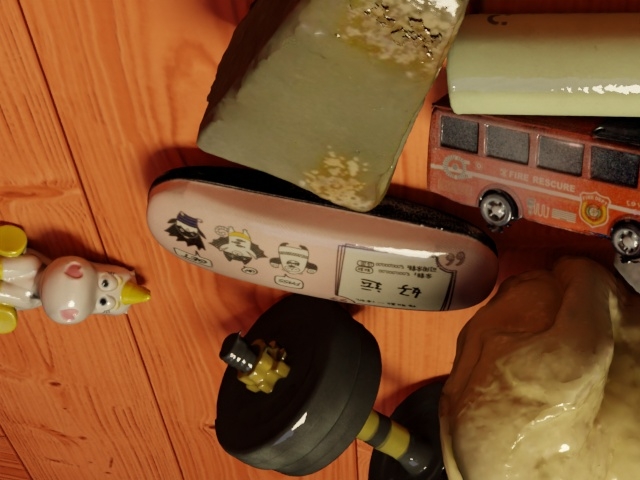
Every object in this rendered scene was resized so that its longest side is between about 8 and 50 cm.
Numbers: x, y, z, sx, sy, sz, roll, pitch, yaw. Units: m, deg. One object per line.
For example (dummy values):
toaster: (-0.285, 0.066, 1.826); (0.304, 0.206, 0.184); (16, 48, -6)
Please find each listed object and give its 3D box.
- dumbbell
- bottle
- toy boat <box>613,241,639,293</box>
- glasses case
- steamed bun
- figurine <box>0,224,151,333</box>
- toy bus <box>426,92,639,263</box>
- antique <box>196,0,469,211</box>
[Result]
dumbbell: (0.053, 0.191, 1.353); (0.388, 0.185, 0.185); (34, 144, -30)
bottle: (0.191, -0.120, 0.905); (0.201, 0.072, 0.072); (2, 147, 17)
toy boat: (0.358, -0.023, 0.987); (0.276, 0.111, 0.293); (9, 136, 8)
glasses case: (0.000, 0.000, 1.168); (0.314, 0.075, 0.122); (11, 152, 3)
steamed bun: (0.269, 0.169, 1.117); (0.230, 0.325, 0.372); (-23, 118, 35)
figurine: (-0.257, 0.044, 1.343); (0.178, 0.109, 0.129); (2, 173, 18)
toy bus: (0.188, -0.048, 0.952); (0.235, 0.073, 0.096); (13, 120, 32)
antique: (0.030, -0.147, 0.870); (0.150, 0.125, 0.284); (19, 148, -10)
